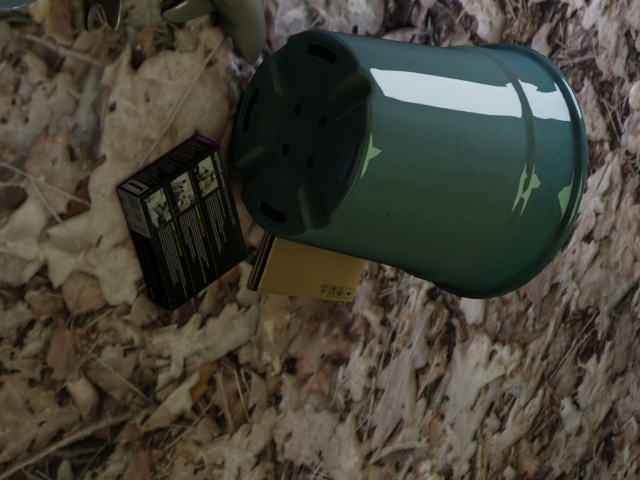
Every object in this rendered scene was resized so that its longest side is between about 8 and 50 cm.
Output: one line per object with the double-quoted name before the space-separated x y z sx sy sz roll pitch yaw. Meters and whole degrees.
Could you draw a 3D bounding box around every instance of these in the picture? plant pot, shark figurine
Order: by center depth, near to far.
"shark figurine" -0.129 -0.287 1.643 0.278 0.116 0.166 3 106 -50
"plant pot" 0.095 -0.107 1.833 0.334 0.341 0.341 7 104 -41

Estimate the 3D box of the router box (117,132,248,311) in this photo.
"router box" -0.164 -0.020 1.792 0.133 0.046 0.178 -36 133 -30

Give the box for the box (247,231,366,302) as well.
"box" 0.000 0.000 1.999 0.201 0.021 0.164 9 103 -49

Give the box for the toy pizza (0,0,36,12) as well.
"toy pizza" -0.274 -0.307 1.374 0.201 0.032 0.201 -50 161 -24
